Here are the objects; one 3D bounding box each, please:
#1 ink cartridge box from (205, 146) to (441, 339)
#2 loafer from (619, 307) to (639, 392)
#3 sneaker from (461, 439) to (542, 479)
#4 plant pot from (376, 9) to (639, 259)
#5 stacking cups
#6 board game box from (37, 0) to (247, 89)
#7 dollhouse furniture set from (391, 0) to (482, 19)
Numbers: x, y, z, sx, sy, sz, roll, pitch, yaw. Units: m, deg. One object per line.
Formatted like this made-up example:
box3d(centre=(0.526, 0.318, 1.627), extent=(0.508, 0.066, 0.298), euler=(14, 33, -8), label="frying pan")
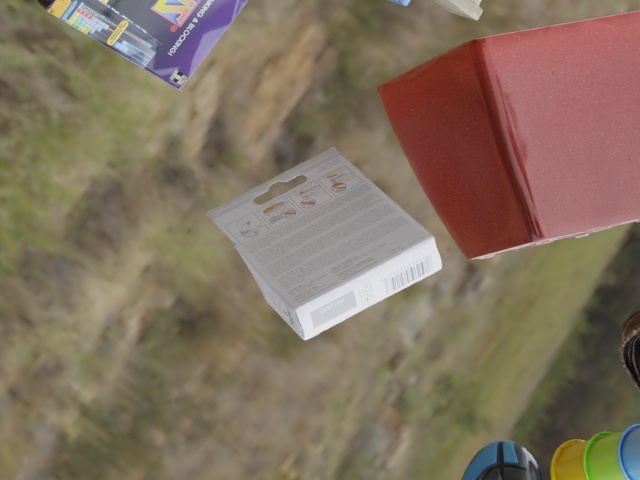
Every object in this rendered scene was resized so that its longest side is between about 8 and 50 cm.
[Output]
box3d(centre=(0.000, 0.000, 1.985), extent=(0.181, 0.224, 0.056), euler=(-27, 129, -17), label="ink cartridge box")
box3d(centre=(0.496, 0.236, 2.193), extent=(0.134, 0.366, 0.130), euler=(-46, 169, 38), label="loafer")
box3d(centre=(0.254, 0.410, 2.194), extent=(0.125, 0.341, 0.139), euler=(-4, -177, 43), label="sneaker")
box3d(centre=(0.258, -0.114, 2.093), extent=(0.267, 0.236, 0.267), euler=(-12, 178, -24), label="plant pot")
box3d(centre=(0.408, 0.263, 2.141), extent=(0.096, 0.096, 0.316), euler=(-51, -166, -31), label="stacking cups")
box3d(centre=(-0.115, -0.219, 1.361), extent=(0.170, 0.141, 0.048), euler=(-52, -141, 11), label="board game box")
box3d(centre=(0.032, -0.379, 1.721), extent=(0.303, 0.286, 0.198), euler=(26, -93, 50), label="dollhouse furniture set")
